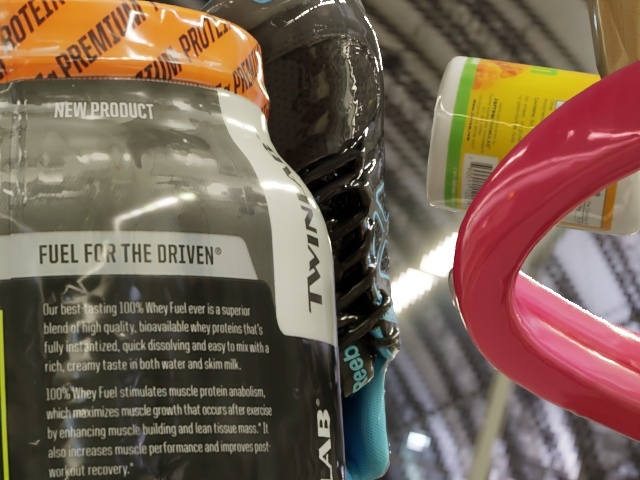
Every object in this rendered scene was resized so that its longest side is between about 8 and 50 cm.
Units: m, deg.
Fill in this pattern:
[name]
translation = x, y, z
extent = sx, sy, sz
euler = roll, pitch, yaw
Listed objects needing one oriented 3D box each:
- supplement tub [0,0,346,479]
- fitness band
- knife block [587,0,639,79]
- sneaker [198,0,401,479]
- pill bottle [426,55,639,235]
[supplement tub]
translation = -0.093, 0.096, 0.686
extent = 0.207, 0.338, 0.207
euler = -3, -9, 0
[fitness band]
translation = 0.185, 0.007, 0.877
extent = 0.209, 0.054, 0.291
euler = -35, -40, 26
[knife block]
translation = 0.204, -0.248, 1.290
extent = 0.242, 0.088, 0.276
euler = 28, -62, -19
[sneaker]
translation = 0.000, 0.000, 1.013
extent = 0.139, 0.125, 0.341
euler = 55, -20, 36
[pill bottle]
translation = 0.223, -0.078, 1.646
extent = 0.245, 0.136, 0.136
euler = 9, -15, 9
